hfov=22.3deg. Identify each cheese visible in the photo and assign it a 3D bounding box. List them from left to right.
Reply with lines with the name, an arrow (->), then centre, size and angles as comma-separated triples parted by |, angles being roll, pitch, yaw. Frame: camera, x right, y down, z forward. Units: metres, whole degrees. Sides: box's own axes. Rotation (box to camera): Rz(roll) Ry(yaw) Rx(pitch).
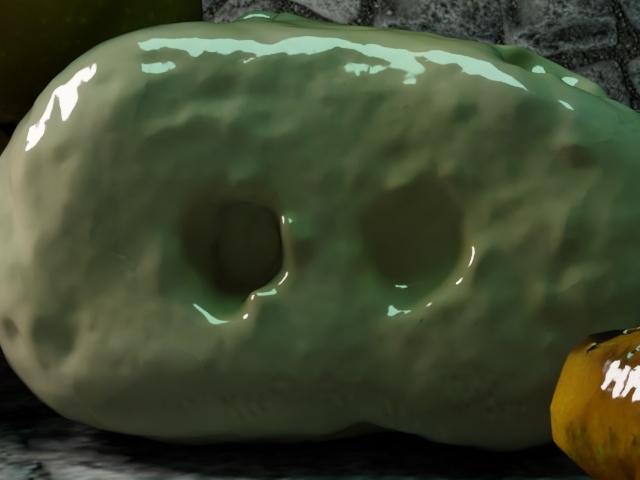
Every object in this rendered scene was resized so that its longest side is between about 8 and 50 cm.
cheese -> 0.000, -0.002, 0.646 | 0.247, 0.174, 0.251 | -4, 12, -27

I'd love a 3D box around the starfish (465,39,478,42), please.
starfish -> 0.165, -0.158, 1.588 | 0.176, 0.053, 0.208 | 28, -8, -34

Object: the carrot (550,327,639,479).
carrot -> 0.163, 0.067, 0.440 | 0.070, 0.070, 0.260 | -6, 9, -31

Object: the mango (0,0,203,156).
mango -> -0.150, -0.119, 0.787 | 0.175, 0.177, 0.329 | -26, 9, -2
